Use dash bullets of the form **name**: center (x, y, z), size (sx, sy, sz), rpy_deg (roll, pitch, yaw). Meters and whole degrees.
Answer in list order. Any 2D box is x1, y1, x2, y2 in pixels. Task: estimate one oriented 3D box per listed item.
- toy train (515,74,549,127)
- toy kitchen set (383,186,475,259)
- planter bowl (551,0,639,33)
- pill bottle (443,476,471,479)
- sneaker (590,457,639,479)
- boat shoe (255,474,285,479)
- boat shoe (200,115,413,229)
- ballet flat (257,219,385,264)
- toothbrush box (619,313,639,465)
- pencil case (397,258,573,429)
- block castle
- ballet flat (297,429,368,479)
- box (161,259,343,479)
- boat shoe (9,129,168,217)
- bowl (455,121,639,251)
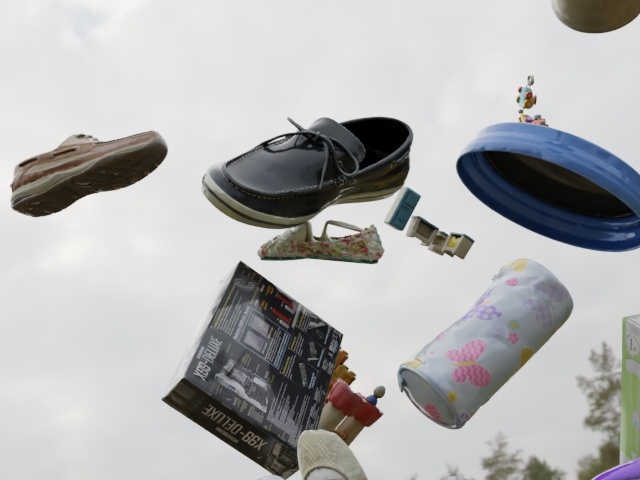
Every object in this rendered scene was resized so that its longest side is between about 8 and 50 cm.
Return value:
- **toy train**: center (0.535, -0.323, 2.028), size (0.046, 0.166, 0.125), rpy_deg (1, -15, -13)
- **toy kitchen set**: center (0.320, -0.051, 2.314), size (0.207, 0.122, 0.166), rpy_deg (30, -6, -21)
- **planter bowl**: center (0.474, -0.451, 1.381), size (0.162, 0.162, 0.109), rpy_deg (-18, -29, 9)
- **pill bottle**: center (0.250, 0.548, 1.519), size (0.108, 0.193, 0.108), rpy_deg (12, -41, 10)
- **sneaker**: center (0.425, 0.236, 0.856), size (0.293, 0.146, 0.102), rpy_deg (-19, -71, 23)
- **boat shoe**: center (-0.111, 0.392, 0.993), size (0.228, 0.076, 0.080), rpy_deg (-43, -66, -14)
- **boat shoe**: center (-0.006, -0.143, 1.490), size (0.500, 0.187, 0.156), rpy_deg (-14, -40, -43)
- **ballet flat**: center (0.000, 0.000, 1.483), size (0.241, 0.077, 0.091), rpy_deg (1, 9, 15)
- **toothbrush box**: center (0.529, 0.259, 1.135), size (0.122, 0.206, 0.283), rpy_deg (-9, -73, -14)
- **pencil case**: center (0.235, 0.142, 1.154), size (0.273, 0.124, 0.113), rpy_deg (-40, -20, -22)
- **block castle**: center (-0.057, 0.312, 2.042), size (0.213, 0.453, 0.303), rpy_deg (-50, -25, -5)
- **ballet flat**: center (0.023, 0.240, 0.688), size (0.057, 0.168, 0.052), rpy_deg (-27, -7, 17)
- **box**: center (-0.100, 0.208, 1.365), size (0.242, 0.307, 0.076), rpy_deg (36, -55, -13)
- **boat shoe**: center (-0.452, -0.152, 1.553), size (0.324, 0.116, 0.123), rpy_deg (-19, -20, 4)
- **bowl**: center (0.458, -0.103, 1.590), size (0.391, 0.077, 0.391), rpy_deg (26, -12, 6)
